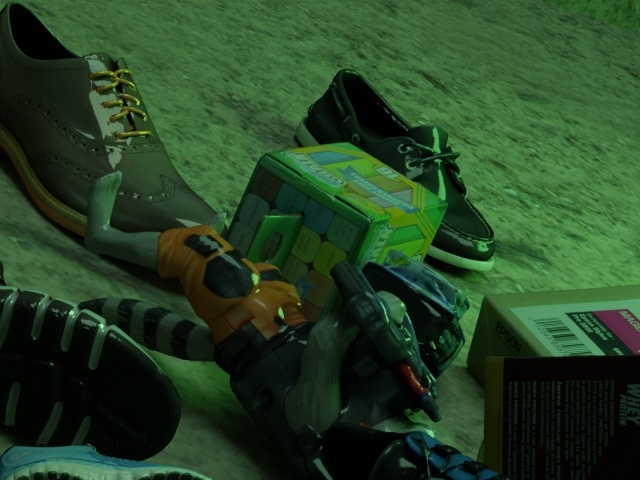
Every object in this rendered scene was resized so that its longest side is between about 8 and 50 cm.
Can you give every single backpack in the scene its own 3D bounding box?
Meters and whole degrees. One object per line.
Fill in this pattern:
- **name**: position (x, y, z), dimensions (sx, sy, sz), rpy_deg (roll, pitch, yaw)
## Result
- **backpack**: position (0.083, 0.069, 1.676), dimensions (0.105, 0.084, 0.114), rpy_deg (31, -15, 22)

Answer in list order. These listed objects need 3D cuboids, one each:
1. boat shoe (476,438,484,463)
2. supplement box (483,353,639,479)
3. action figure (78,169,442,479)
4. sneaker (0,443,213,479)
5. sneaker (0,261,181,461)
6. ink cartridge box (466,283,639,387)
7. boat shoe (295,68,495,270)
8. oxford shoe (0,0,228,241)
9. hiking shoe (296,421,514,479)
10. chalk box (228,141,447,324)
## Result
- **boat shoe**: position (0.288, 0.214, 1.537), dimensions (0.341, 0.121, 0.110), rpy_deg (17, 20, -26)
- **supplement box**: position (0.231, 0.180, 1.342), dimensions (0.129, 0.191, 0.194), rpy_deg (7, -9, -42)
- **action figure**: position (-0.021, 0.102, 1.495), dimensions (0.330, 0.178, 0.341), rpy_deg (42, -5, 25)
- **sneaker**: position (-0.141, 0.160, 1.247), dimensions (0.162, 0.063, 0.073), rpy_deg (14, 19, -30)
- **sneaker**: position (-0.223, 0.057, 1.356), dimensions (0.281, 0.106, 0.162), rpy_deg (24, 16, -2)
- **ink cartridge box**: position (0.274, 0.136, 1.714), dimensions (0.193, 0.088, 0.234), rpy_deg (-4, 31, -26)
- **boat shoe**: position (0.098, -0.089, 2.105), dimensions (0.127, 0.113, 0.340), rpy_deg (11, 24, -36)
- **oxford shoe**: position (-0.209, -0.097, 1.721), dimensions (0.364, 0.133, 0.130), rpy_deg (36, 21, 28)
- **hiking shoe**: position (0.088, 0.194, 1.230), dimensions (0.132, 0.113, 0.304), rpy_deg (39, -17, -24)
- **chalk box**: position (0.000, 0.000, 1.730), dimensions (0.132, 0.132, 0.213), rpy_deg (33, 22, 21)
